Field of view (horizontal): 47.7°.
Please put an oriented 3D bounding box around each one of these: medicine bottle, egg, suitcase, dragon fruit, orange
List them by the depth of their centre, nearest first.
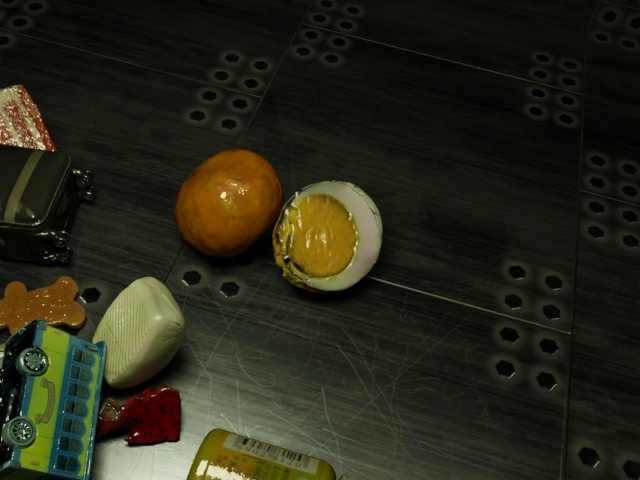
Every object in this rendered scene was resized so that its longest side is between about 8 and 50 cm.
[{"bbox_3d":[-0.058,0.509,1.353,0.385,0.224,0.224,15,51,4],"label":"medicine bottle"},{"bbox_3d":[-0.388,0.372,1.536,0.192,0.122,0.092,-15,15,-15],"label":"dragon fruit"},{"bbox_3d":[-0.801,-0.100,1.769,0.434,0.194,0.283,7,50,0],"label":"suitcase"},{"bbox_3d":[-0.227,-0.095,1.791,0.226,0.284,0.284,46,49,-21],"label":"orange"},{"bbox_3d":[0.005,0.001,1.821,0.264,0.174,0.286,23,73,-12],"label":"egg"}]

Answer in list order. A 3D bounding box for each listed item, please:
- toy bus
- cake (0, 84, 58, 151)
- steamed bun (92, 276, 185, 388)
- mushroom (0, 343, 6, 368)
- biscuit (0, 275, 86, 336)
[{"bbox_3d":[-0.547,0.332,1.428,0.190,0.152,0.312,29,42,-37],"label":"toy bus"},{"bbox_3d":[-0.836,-0.269,1.993,0.158,0.160,0.262,-28,94,-27],"label":"cake"},{"bbox_3d":[-0.379,0.202,1.574,0.153,0.238,0.170,15,31,-52],"label":"steamed bun"},{"bbox_3d":[-0.753,0.286,1.524,0.278,0.099,0.096,-16,49,-16],"label":"mushroom"},{"bbox_3d":[-0.678,0.164,1.670,0.250,0.036,0.165,-12,53,-21],"label":"biscuit"}]
